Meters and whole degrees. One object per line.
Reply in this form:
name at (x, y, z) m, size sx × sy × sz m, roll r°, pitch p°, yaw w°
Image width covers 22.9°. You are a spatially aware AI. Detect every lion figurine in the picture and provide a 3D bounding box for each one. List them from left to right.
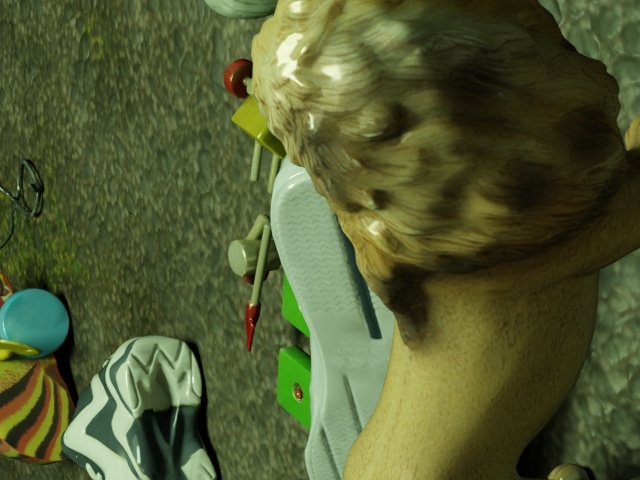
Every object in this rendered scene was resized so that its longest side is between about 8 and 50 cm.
lion figurine at (0.077, 0.052, 0.749) m, size 0.142 × 0.240 × 0.392 m, roll 32°, pitch 125°, yaw 53°

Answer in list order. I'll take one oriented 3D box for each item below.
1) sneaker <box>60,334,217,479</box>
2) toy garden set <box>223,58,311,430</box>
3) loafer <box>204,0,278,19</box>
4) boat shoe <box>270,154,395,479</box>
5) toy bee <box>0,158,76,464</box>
sneaker at (-0.159, 0.203, 1.355) m, size 0.153 × 0.094 × 0.235 m, roll -15°, pitch 85°, yaw 62°
toy garden set at (0.000, 0.000, 1.071) m, size 0.204 × 0.049 × 0.244 m, roll 35°, pitch 128°, yaw 50°
loafer at (-0.069, -0.294, 1.058) m, size 0.111 × 0.112 × 0.320 m, roll 148°, pitch 118°, yaw -64°
boat shoe at (0.055, 0.056, 0.921) m, size 0.121 × 0.119 × 0.335 m, roll 6°, pitch 130°, yaw 18°
toy bee at (-0.345, 0.090, 1.585) m, size 0.298 × 0.162 × 0.195 m, roll 67°, pitch 149°, yaw 24°
